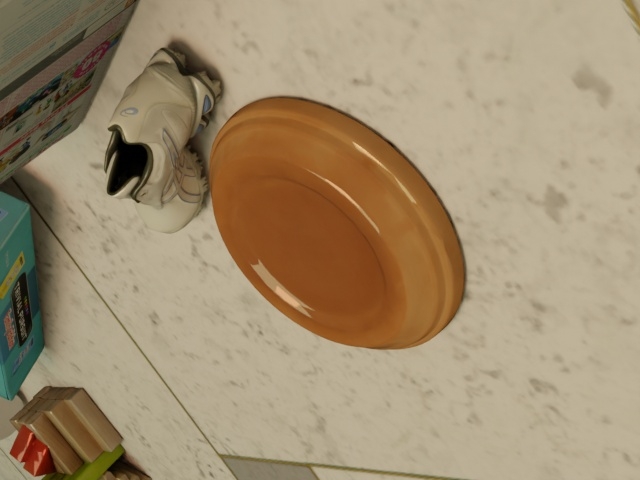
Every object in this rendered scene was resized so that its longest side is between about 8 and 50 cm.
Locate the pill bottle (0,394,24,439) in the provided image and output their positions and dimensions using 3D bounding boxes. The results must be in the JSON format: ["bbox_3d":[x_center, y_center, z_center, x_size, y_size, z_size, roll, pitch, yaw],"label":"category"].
[{"bbox_3d":[-0.461,0.211,1.334,0.137,0.078,0.078,18,138,33],"label":"pill bottle"}]

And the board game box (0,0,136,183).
[{"bbox_3d":[-0.220,-0.110,0.611,0.097,0.224,0.303,45,146,-2],"label":"board game box"}]

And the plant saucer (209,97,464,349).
[{"bbox_3d":[0.000,0.000,0.665,0.200,0.037,0.200,28,143,24],"label":"plant saucer"}]

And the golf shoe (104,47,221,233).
[{"bbox_3d":[-0.124,-0.051,0.697,0.069,0.086,0.176,33,146,13],"label":"golf shoe"}]

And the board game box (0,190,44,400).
[{"bbox_3d":[-0.410,0.020,1.000,0.253,0.079,0.336,25,149,1],"label":"board game box"}]

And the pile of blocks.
[{"bbox_3d":[-0.285,0.338,1.256,0.149,0.112,0.362,16,138,35],"label":"pile of blocks"}]
